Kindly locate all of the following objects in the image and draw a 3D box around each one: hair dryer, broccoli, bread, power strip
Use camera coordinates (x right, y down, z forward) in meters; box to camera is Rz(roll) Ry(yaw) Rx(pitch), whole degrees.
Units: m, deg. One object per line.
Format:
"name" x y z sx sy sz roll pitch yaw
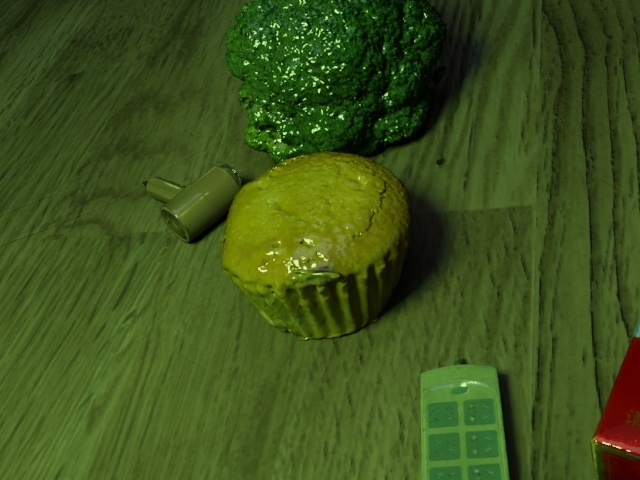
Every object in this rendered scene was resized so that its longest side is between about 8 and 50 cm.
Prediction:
"hair dryer" -0.201 -0.068 1.163 0.117 0.064 0.181 -43 39 -25
"broccoli" 0.010 -0.263 1.153 0.321 0.304 0.283 -26 10 -9
"bread" -0.001 -0.004 0.938 0.239 0.139 0.240 -12 41 10
"power strip" 0.133 0.193 0.747 0.079 0.029 0.227 -9 41 14

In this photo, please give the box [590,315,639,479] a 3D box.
"box" 0.382 0.094 0.696 0.197 0.089 0.313 12 52 33
